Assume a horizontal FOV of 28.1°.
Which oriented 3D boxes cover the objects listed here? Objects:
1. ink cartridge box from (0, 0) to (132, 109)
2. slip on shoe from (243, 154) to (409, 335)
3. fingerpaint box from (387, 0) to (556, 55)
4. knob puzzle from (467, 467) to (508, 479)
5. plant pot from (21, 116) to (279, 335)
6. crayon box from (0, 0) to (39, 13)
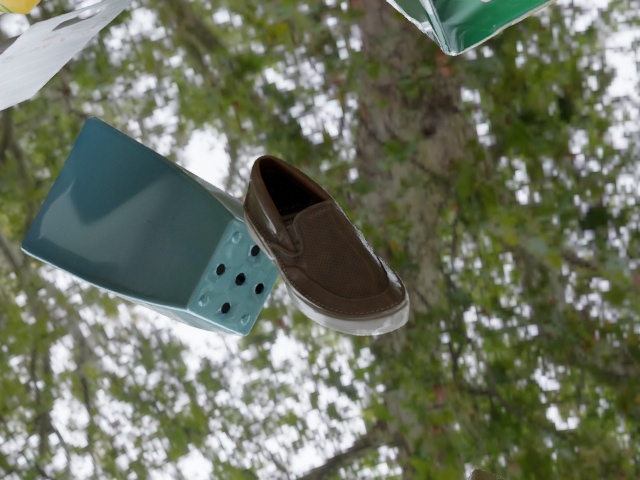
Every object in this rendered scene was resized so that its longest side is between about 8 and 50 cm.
[{"bbox_3d":[-0.312,-0.198,1.310,0.232,0.066,0.189,-38,179,37],"label":"ink cartridge box"},{"bbox_3d":[0.000,0.000,0.662,0.051,0.041,0.135,-16,-143,-20],"label":"slip on shoe"},{"bbox_3d":[0.188,-0.347,0.855,0.445,0.163,0.371,-28,-149,-1],"label":"fingerpaint box"},{"bbox_3d":[0.153,0.228,0.679,0.213,0.030,0.213,18,-142,-15],"label":"knob puzzle"},{"bbox_3d":[-0.160,0.002,1.362,0.234,0.166,0.165,26,-93,39],"label":"plant pot"},{"bbox_3d":[-0.171,-0.250,0.708,0.278,0.165,0.081,-40,-113,33],"label":"crayon box"}]
